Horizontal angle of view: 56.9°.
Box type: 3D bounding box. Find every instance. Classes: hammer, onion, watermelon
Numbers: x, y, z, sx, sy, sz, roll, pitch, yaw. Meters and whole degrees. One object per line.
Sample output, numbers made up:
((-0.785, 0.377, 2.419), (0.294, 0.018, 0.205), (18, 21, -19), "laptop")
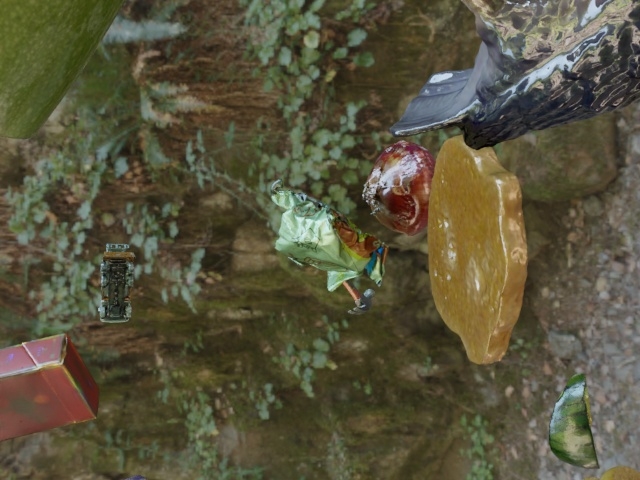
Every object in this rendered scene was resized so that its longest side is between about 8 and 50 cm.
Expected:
((0.034, 0.065, 1.434), (0.288, 0.033, 0.111), (52, -147, -15), "hammer")
((0.174, -0.123, 1.393), (0.230, 0.163, 0.230), (-179, 90, -73), "onion")
((0.431, 0.330, 1.016), (0.092, 0.075, 0.182), (-60, -44, -55), "watermelon")

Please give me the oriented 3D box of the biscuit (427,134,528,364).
((0.284, 0.007, 1.095), (0.365, 0.062, 0.386), (-110, 18, -62), "biscuit")

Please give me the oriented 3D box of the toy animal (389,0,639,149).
((0.151, -0.154, 0.370), (0.298, 0.185, 0.122), (-57, 8, 50), "toy animal")

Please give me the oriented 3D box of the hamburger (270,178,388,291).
((-0.003, 0.003, 1.264), (0.151, 0.276, 0.260), (-56, -38, -1), "hamburger")

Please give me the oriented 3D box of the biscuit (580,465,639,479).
((0.393, 0.367, 0.745), (0.166, 0.225, 0.036), (51, 127, 19), "biscuit")

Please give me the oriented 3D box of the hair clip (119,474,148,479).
((-0.337, 0.421, 0.943), (0.172, 0.116, 0.049), (-3, -118, -54), "hair clip")

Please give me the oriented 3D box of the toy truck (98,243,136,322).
((-0.516, 0.108, 1.491), (0.115, 0.080, 0.178), (-138, 55, -62), "toy truck")

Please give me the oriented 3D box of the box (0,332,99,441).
((-0.639, 0.313, 1.199), (0.089, 0.313, 0.198), (-108, 9, -49), "box")

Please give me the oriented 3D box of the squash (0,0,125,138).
((-0.338, -0.335, 0.652), (0.384, 0.263, 0.263), (-53, 10, 9), "squash")
